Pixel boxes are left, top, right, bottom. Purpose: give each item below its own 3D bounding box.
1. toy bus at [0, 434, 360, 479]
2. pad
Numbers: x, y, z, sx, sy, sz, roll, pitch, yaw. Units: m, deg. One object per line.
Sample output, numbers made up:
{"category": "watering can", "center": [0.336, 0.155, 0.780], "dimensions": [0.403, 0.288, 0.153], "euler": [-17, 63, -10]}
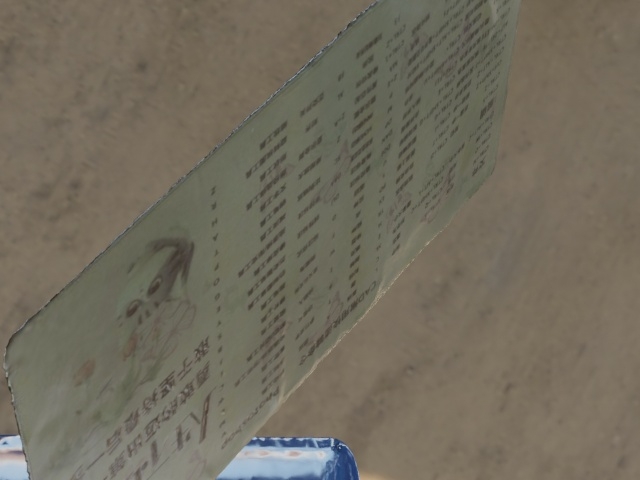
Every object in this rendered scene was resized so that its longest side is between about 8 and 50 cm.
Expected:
{"category": "toy bus", "center": [-0.127, 0.214, 1.005], "dimensions": [0.175, 0.288, 0.138], "euler": [120, -31, -64]}
{"category": "pad", "center": [0.000, 0.000, 0.490], "dimensions": [0.265, 0.009, 0.159], "euler": [-46, 153, -33]}
